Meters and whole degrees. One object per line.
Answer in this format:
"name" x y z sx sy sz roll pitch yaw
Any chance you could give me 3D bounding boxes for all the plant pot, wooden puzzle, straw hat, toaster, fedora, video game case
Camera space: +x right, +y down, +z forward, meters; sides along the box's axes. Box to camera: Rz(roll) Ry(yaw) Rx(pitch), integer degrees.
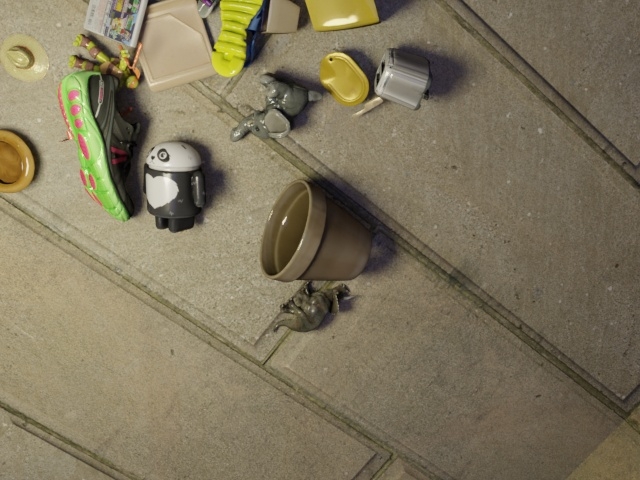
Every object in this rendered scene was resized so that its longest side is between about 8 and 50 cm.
"plant pot" 0.055 -0.711 1.589 0.187 0.212 0.212 -15 108 12
"wooden puzzle" -0.447 -0.594 1.656 0.220 0.044 0.239 -17 111 -1
"straw hat" -0.887 -0.541 1.617 0.144 0.061 0.145 -1 107 -5
"plant pot" 0.000 0.000 1.755 0.280 0.323 0.323 18 104 -27
"toaster" 0.248 -0.489 1.657 0.146 0.227 0.129 17 130 -8
"fedora" -0.963 -0.243 1.688 0.194 0.079 0.195 0 101 -2
"video game case" -0.587 -0.686 1.586 0.183 0.023 0.202 24 104 15
"plant pot" -0.119 -0.667 1.632 0.096 0.109 0.109 4 106 -19

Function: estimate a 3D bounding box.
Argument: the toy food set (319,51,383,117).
"toy food set" 0.093 -0.499 1.722 0.128 0.071 0.218 -34 105 33

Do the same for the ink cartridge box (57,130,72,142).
"ink cartridge box" -0.752 -0.331 1.689 0.115 0.063 0.029 -13 108 -1

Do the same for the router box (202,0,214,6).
"router box" -0.348 -0.778 1.566 0.179 0.046 0.133 42 100 14

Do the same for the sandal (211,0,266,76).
"sandal" -0.232 -0.638 1.616 0.126 0.138 0.318 22 102 6

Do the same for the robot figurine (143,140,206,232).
"robot figurine" -0.457 -0.168 1.706 0.208 0.173 0.279 2 107 -8

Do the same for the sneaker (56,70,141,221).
"sneaker" -0.617 -0.267 1.640 0.202 0.185 0.483 -31 136 -36

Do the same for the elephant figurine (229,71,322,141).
"elephant figurine" -0.144 -0.384 1.702 0.169 0.186 0.240 -8 127 -48

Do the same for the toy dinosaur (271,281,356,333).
"toy dinosaur" -0.042 0.247 1.895 0.313 0.121 0.160 -42 92 3

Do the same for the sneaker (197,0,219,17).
"sneaker" -0.309 -0.723 1.612 0.053 0.061 0.152 32 99 21

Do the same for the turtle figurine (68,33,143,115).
"turtle figurine" -0.623 -0.520 1.625 0.217 0.087 0.269 30 134 -8
